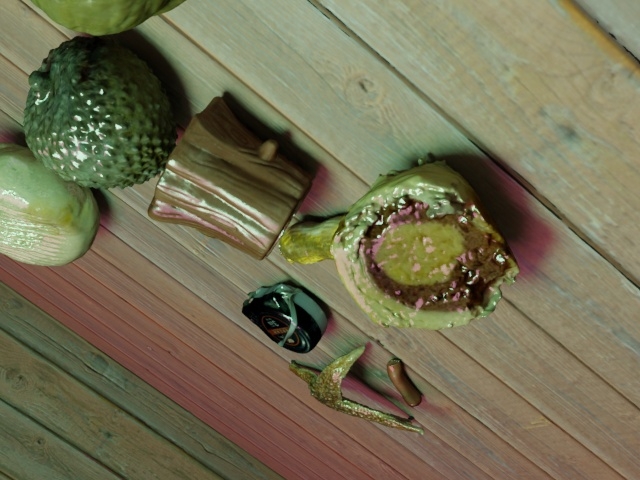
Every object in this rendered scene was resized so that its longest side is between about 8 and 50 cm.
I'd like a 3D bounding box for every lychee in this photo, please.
[{"bbox_3d":[-0.371,-0.213,1.045,0.255,0.256,0.274,0,168,42],"label":"lychee"}]

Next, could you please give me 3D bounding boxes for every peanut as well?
[{"bbox_3d":[0.000,0.000,1.145,0.206,0.087,0.087,-9,130,45],"label":"peanut"}]

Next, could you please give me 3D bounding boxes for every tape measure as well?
[{"bbox_3d":[-0.074,0.183,1.447,0.181,0.107,0.182,47,146,-18],"label":"tape measure"}]

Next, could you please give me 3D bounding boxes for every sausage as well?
[{"bbox_3d":[0.205,0.352,1.499,0.047,0.040,0.177,2,137,41],"label":"sausage"}]

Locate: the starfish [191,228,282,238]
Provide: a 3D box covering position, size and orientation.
[{"bbox_3d":[-0.183,-0.029,1.191,0.237,0.057,0.213,25,-165,-10],"label":"starfish"}]

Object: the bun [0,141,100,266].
[{"bbox_3d":[-0.726,-0.098,1.525,0.364,0.220,0.365,9,146,6],"label":"bun"}]

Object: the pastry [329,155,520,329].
[{"bbox_3d":[0.155,0.004,0.923,0.236,0.170,0.256,-27,118,28],"label":"pastry"}]

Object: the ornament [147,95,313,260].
[{"bbox_3d":[-0.146,-0.089,1.052,0.217,0.235,0.221,32,-177,-5],"label":"ornament"}]

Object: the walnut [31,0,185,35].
[{"bbox_3d":[-0.247,-0.377,0.698,0.282,0.228,0.283,-3,150,-2],"label":"walnut"}]

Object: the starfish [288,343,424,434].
[{"bbox_3d":[0.081,0.393,1.590,0.383,0.132,0.398,23,154,6],"label":"starfish"}]
